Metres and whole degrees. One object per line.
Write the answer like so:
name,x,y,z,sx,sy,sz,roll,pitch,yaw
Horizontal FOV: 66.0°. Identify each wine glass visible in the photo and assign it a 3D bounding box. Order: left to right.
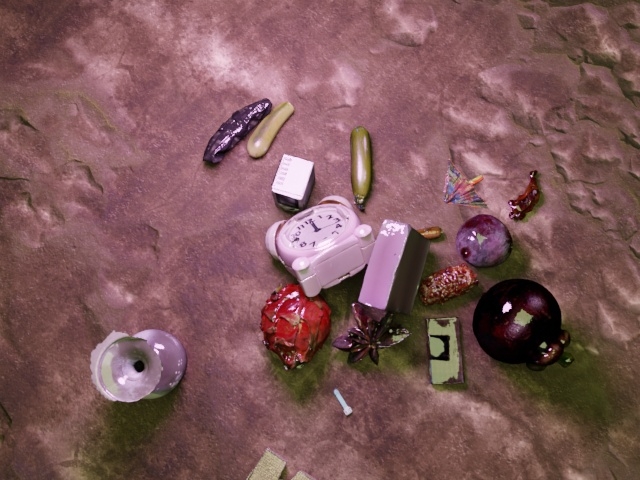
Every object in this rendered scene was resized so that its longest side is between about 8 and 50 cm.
wine glass,-0.562,0.399,1.592,0.238,0.323,0.237,0,78,-1

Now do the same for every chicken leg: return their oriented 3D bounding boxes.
chicken leg,0.766,-0.162,1.830,0.089,0.048,0.219,38,82,4

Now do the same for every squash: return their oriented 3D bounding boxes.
squash,-0.195,-0.419,1.872,0.083,0.083,0.250,32,78,6
squash,0.150,-0.272,1.838,0.087,0.087,0.331,1,81,0

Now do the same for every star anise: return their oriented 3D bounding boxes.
star anise,0.172,0.328,1.678,0.212,0.129,0.282,19,118,-16

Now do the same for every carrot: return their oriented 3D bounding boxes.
carrot,0.323,-0.013,1.809,0.255,0.049,0.049,-10,79,3

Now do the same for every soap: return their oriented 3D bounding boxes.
soap,0.258,0.096,1.640,0.107,0.296,0.285,16,86,27

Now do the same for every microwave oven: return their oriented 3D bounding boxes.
microwave oven,-0.099,-0.199,1.762,0.129,0.205,0.163,16,78,3

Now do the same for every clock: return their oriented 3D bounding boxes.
clock,0.000,0.000,1.684,0.342,0.184,0.326,-24,39,-13

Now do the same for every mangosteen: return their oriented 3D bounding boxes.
mangosteen,0.652,0.282,1.614,0.297,0.296,0.313,-14,40,-2

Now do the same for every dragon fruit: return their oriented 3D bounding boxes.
dragon fruit,-0.083,0.287,1.664,0.245,0.244,0.298,3,73,1

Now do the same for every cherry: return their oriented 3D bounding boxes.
cherry,0.570,0.009,1.735,0.195,0.195,0.195,0,79,0

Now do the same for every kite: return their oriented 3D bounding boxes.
kite,0.532,-0.204,1.858,0.183,0.014,0.241,-31,79,-6

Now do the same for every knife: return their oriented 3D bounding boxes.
knife,0.075,0.561,1.716,0.027,0.010,0.096,-33,79,-5

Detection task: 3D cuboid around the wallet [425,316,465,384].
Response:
wallet,0.436,0.386,1.732,0.124,0.042,0.230,-2,81,-3

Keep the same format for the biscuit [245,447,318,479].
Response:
biscuit,-0.116,0.819,1.649,0.250,0.046,0.147,30,80,6

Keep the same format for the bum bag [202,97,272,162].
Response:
bum bag,-0.319,-0.418,1.846,0.340,0.144,0.095,-48,125,-7

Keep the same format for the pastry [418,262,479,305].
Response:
pastry,0.449,0.159,1.750,0.209,0.097,0.115,-19,70,-2
